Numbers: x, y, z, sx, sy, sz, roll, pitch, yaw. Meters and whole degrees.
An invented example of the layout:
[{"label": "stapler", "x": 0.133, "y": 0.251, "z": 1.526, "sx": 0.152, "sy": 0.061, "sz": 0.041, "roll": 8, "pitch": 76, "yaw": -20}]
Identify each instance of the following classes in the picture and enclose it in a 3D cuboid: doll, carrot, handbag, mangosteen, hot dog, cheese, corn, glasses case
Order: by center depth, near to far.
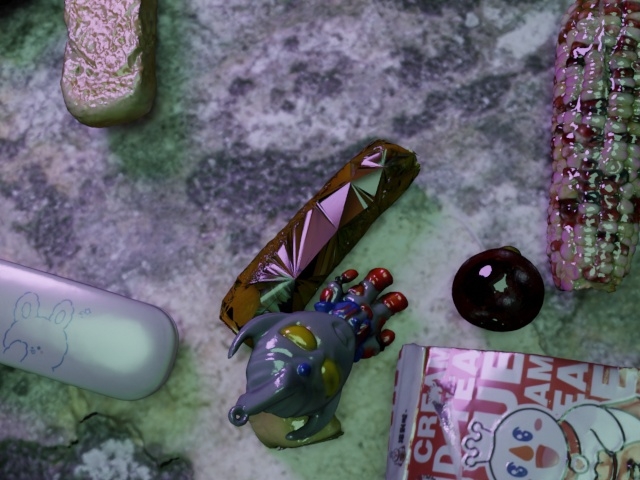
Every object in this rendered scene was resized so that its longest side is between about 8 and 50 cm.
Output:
[{"label": "handbag", "x": 0.200, "y": 0.180, "z": 0.684, "sx": 0.298, "sy": 0.151, "sz": 0.171, "roll": 10, "pitch": 76, "yaw": 11}, {"label": "doll", "x": -0.003, "y": 0.095, "z": 0.718, "sx": 0.195, "sy": 0.062, "sz": 0.104, "roll": -37, "pitch": 118, "yaw": -28}, {"label": "mangosteen", "x": 0.156, "y": 0.041, "z": 0.736, "sx": 0.081, "sy": 0.081, "sz": 0.080, "roll": 0, "pitch": 80, "yaw": 2}, {"label": "cheese", "x": -0.028, "y": 0.157, "z": 0.740, "sx": 0.084, "sy": 0.041, "sz": 0.060, "roll": -18, "pitch": 80, "yaw": -1}, {"label": "corn", "x": 0.254, "y": -0.090, "z": 0.753, "sx": 0.092, "sy": 0.092, "sz": 0.280, "roll": 5, "pitch": 83, "yaw": 3}, {"label": "glasses case", "x": -0.243, "y": 0.076, "z": 0.754, "sx": 0.234, "sy": 0.059, "sz": 0.092, "roll": 17, "pitch": 80, "yaw": 4}, {"label": "carrot", "x": -0.001, "y": 0.000, "z": 0.761, "sx": 0.069, "sy": 0.069, "sz": 0.228, "roll": 41, "pitch": 83, "yaw": 8}, {"label": "hot dog", "x": -0.197, "y": -0.221, "z": 0.798, "sx": 0.084, "sy": 0.073, "sz": 0.242, "roll": -5, "pitch": 79, "yaw": 4}]

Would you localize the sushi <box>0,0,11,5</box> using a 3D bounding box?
[{"label": "sushi", "x": -0.355, "y": -0.323, "z": 0.777, "sx": 0.127, "sy": 0.124, "sz": 0.225, "roll": -41, "pitch": 105, "yaw": -9}]
